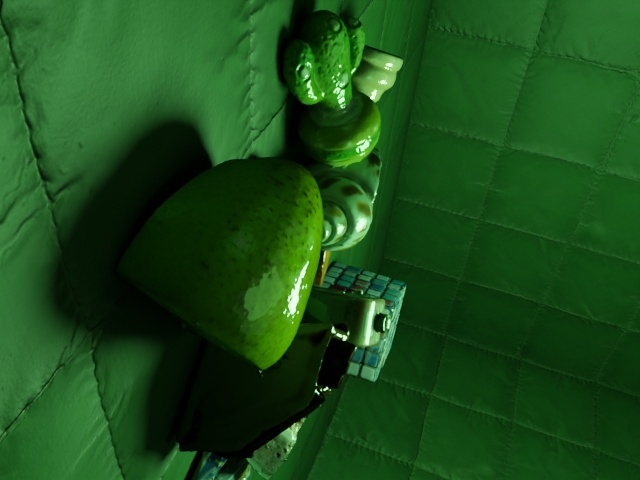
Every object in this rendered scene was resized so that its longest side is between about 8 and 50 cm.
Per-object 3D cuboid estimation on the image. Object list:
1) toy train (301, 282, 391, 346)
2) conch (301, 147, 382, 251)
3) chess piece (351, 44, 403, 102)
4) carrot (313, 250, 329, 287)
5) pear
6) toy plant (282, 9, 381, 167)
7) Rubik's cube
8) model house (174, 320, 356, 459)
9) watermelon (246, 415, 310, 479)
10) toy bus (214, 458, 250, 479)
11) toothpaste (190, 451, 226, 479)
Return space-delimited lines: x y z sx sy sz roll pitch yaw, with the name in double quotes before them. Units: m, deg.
"toy train" 0.006 0.169 1.479 0.159 0.326 0.129 7 93 -62
"conch" 0.033 -0.099 1.426 0.249 0.197 0.368 -52 -152 24
"chess piece" 0.085 -0.345 1.578 0.167 0.166 0.300 -38 149 -70
"carrot" 0.000 0.000 1.733 0.307 0.100 0.259 -61 166 -52
"pear" -0.106 0.019 0.961 0.318 0.238 0.342 -61 165 -16
"toy plant" 0.027 -0.324 1.289 0.224 0.184 0.316 -47 147 -24
"Rubik's cube" 0.116 0.275 2.157 0.292 0.286 0.293 -43 147 -66
"model house" -0.086 0.298 1.266 0.282 0.296 0.318 38 67 -71
"watermelon" -0.129 0.436 1.626 0.322 0.188 0.175 -53 -175 -32
"toy bus" -0.234 0.603 1.562 0.190 0.064 0.075 -25 118 -74
"toothpaste" -0.269 0.541 1.357 0.266 0.061 0.096 -62 165 -21
